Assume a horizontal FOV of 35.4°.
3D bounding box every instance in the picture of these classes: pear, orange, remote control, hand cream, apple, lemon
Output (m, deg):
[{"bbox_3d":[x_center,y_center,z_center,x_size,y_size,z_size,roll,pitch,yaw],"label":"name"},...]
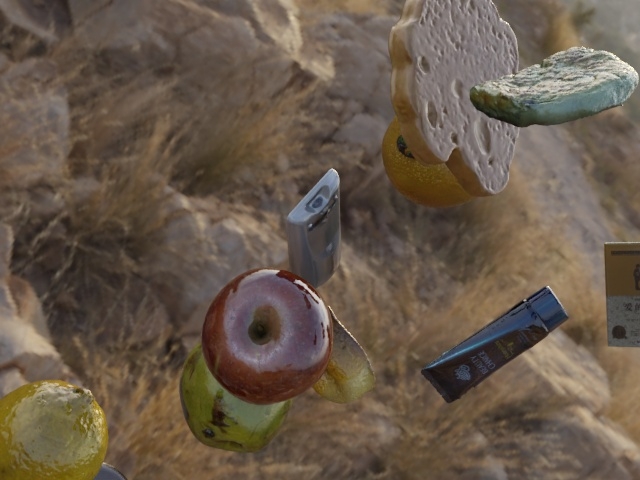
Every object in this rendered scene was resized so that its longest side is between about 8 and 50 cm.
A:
[{"bbox_3d":[-0.189,0.335,2.226,0.283,0.283,0.283,26,31,-18],"label":"pear"},{"bbox_3d":[0.231,-0.170,1.938,0.236,0.236,0.236,26,31,-18],"label":"orange"},{"bbox_3d":[0.000,0.000,1.604,0.055,0.313,0.109,38,73,15],"label":"remote control"},{"bbox_3d":[0.312,0.185,1.787,0.120,0.270,0.061,49,9,-40],"label":"hand cream"},{"bbox_3d":[-0.077,0.143,1.484,0.201,0.201,0.162,45,0,14],"label":"apple"},{"bbox_3d":[-0.431,0.314,1.535,0.188,0.257,0.188,43,17,-17],"label":"lemon"}]

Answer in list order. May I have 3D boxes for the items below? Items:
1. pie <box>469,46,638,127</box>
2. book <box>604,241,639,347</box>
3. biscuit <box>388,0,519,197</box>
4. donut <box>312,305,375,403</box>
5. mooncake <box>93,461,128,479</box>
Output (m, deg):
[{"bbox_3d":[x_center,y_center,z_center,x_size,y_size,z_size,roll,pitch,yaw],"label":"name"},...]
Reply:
[{"bbox_3d":[0.328,-0.217,1.418,0.240,0.054,0.240,-11,23,5],"label":"pie"},{"bbox_3d":[0.518,0.088,1.610,0.012,0.118,0.172,-12,100,-63],"label":"book"},{"bbox_3d":[0.220,-0.247,1.616,0.312,0.057,0.351,3,82,-45],"label":"biscuit"},{"bbox_3d":[0.008,0.208,1.766,0.074,0.174,0.190,-34,80,-29],"label":"donut"},{"bbox_3d":[-0.465,0.524,1.916,0.235,0.117,0.235,33,41,-34],"label":"mooncake"}]
